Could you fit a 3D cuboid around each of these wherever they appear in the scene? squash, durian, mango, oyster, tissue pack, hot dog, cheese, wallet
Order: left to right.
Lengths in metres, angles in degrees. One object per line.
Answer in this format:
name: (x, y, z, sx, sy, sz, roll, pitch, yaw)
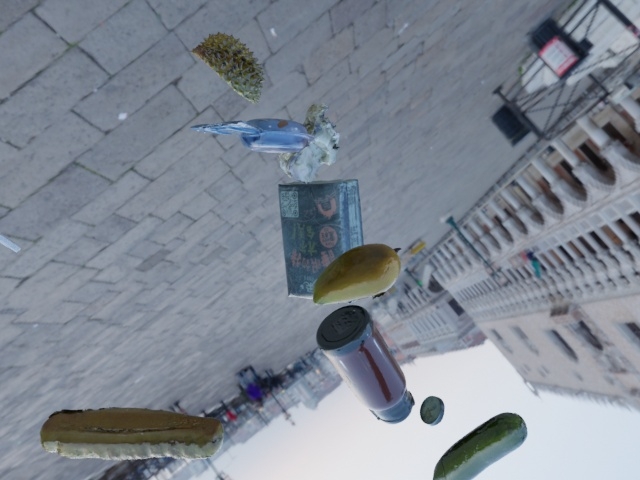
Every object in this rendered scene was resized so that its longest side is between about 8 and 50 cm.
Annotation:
wallet: (-1.020, -0.019, 1.731, 0.032, 0.183, 0.124, -58, 138, -16)
hot dog: (-0.300, 0.316, 0.893, 0.083, 0.289, 0.068, -87, 180, -57)
durian: (-0.293, -0.573, 1.866, 0.260, 0.186, 0.154, 25, 131, -31)
cheese: (-0.099, -0.185, 0.963, 0.135, 0.052, 0.245, 1, -178, 34)
oyster: (-0.021, -0.207, 1.146, 0.163, 0.081, 0.191, -12, 148, -42)
tissue pack: (0.000, 0.000, 1.453, 0.228, 0.315, 0.103, 3, -168, 41)
mango: (0.067, 0.059, 0.991, 0.187, 0.101, 0.066, -24, 141, -9)
squash: (0.329, 0.472, 1.210, 0.087, 0.087, 0.331, -26, 155, -54)

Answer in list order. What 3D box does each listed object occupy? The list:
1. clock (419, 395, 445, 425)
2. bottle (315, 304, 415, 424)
clock: (0.316, 0.483, 1.572, 0.085, 0.017, 0.085, -39, -144, 36)
bottle: (0.126, 0.321, 1.365, 0.144, 0.336, 0.144, -25, -152, 14)
